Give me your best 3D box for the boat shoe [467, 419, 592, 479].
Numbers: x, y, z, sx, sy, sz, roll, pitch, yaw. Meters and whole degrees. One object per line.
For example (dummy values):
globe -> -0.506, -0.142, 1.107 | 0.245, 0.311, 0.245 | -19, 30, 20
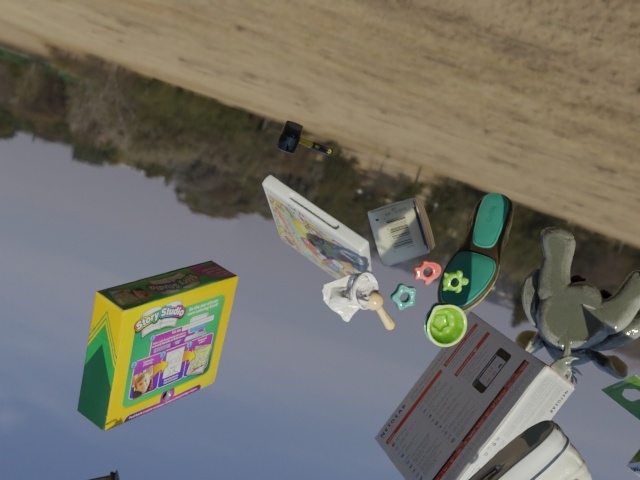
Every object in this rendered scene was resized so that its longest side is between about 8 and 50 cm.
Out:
boat shoe -> 0.249, 0.437, 1.255 | 0.156, 0.367, 0.136 | 51, 175, 0

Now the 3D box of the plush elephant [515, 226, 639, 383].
plush elephant -> 0.564, 0.178, 1.872 | 0.272, 0.329, 0.255 | 20, 173, 16

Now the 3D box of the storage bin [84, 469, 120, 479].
storage bin -> -0.457, 0.541, 1.738 | 0.091, 0.098, 0.135 | -6, -142, -8

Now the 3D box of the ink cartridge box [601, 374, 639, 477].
ink cartridge box -> 0.634, 0.383, 1.601 | 0.255, 0.097, 0.189 | 41, 165, 11

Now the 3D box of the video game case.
video game case -> 0.000, 0.000, 1.456 | 0.206, 0.026, 0.227 | 35, 164, 19

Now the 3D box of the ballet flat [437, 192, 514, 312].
ballet flat -> 0.374, 0.046, 2.022 | 0.123, 0.348, 0.123 | 21, 153, 11

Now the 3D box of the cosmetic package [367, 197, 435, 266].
cosmetic package -> 0.219, -0.027, 2.251 | 0.129, 0.153, 0.296 | -17, -179, 10

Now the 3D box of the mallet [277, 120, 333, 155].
mallet -> -0.028, -0.190, 1.748 | 0.039, 0.062, 0.190 | 24, 180, 28

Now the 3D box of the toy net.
toy net -> 0.120, 0.085, 1.303 | 0.232, 0.122, 0.045 | 12, -172, -18

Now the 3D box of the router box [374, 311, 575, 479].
router box -> 0.280, 0.331, 1.629 | 0.082, 0.335, 0.301 | 36, -178, -22

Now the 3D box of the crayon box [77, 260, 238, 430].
crayon box -> -0.375, 0.235, 1.998 | 0.106, 0.312, 0.363 | 27, -156, 30
